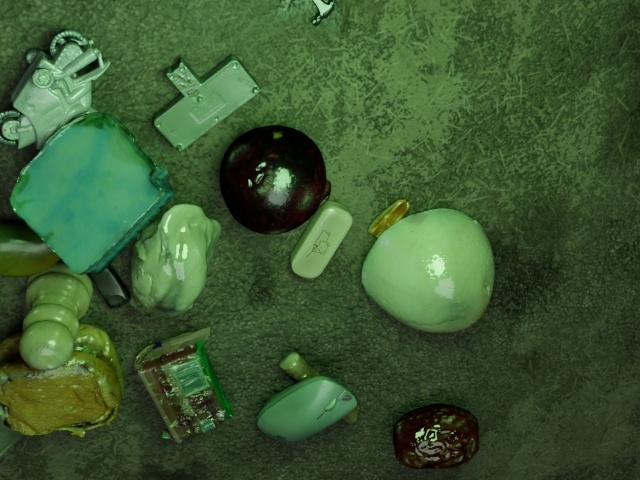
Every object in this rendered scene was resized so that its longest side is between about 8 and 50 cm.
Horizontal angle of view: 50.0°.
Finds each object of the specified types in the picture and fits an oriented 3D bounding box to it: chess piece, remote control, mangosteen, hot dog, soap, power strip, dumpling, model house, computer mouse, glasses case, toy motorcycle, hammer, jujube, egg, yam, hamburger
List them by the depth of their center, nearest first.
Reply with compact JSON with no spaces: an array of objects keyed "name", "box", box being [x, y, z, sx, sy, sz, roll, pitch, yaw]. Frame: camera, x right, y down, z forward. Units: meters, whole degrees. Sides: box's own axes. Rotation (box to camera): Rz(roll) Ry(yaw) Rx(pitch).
[{"name":"hammer","box":[-0.047,-0.506,1.310,0.078,0.021,0.201,-42,120,13]},{"name":"toy motorcycle","box":[-0.498,-0.269,1.312,0.260,0.110,0.171,-49,134,9]},{"name":"power strip","box":[-0.246,-0.292,1.369,0.215,0.061,0.145,-36,121,9]},{"name":"model house","box":[-0.428,-0.097,1.380,0.261,0.241,0.226,-44,88,2]},{"name":"mangosteen","box":[-0.087,-0.122,1.434,0.228,0.228,0.265,-43,160,14]},{"name":"chess piece","box":[-0.570,0.170,1.453,0.142,0.261,0.143,-5,123,-7]},{"name":"dumpling","box":[-0.290,0.045,1.464,0.243,0.187,0.318,-24,159,-45]},{"name":"remote control","box":[-0.496,0.070,1.545,0.059,0.028,0.212,-23,122,0]},{"name":"hamburger","box":[-0.612,0.329,1.590,0.318,0.158,0.319,-7,129,-8]},{"name":"glasses case","box":[0.000,0.000,1.599,0.083,0.050,0.196,22,113,-20]},{"name":"hot dog","box":[0.163,-0.054,1.613,0.056,0.041,0.133,31,117,-26]},{"name":"egg","box":[0.283,0.097,1.619,0.337,0.201,0.337,-10,125,-15]},{"name":"soap","box":[-0.333,0.365,1.712,0.217,0.098,0.273,-18,122,-1]},{"name":"power strip","box":[-0.834,0.520,1.723,0.080,0.048,0.286,38,106,-26]},{"name":"computer mouse","box":[-0.043,0.452,1.780,0.288,0.097,0.159,-31,120,34]},{"name":"yam","box":[0.001,0.390,1.820,0.066,0.066,0.299,-39,120,12]},{"name":"jujube","box":[0.326,0.550,1.928,0.243,0.183,0.183,-5,121,-1]}]

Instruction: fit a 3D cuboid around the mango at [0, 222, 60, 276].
[{"name":"mango","box":[-0.641,0.024,1.454,0.191,0.085,0.122,8,114,-16]}]
